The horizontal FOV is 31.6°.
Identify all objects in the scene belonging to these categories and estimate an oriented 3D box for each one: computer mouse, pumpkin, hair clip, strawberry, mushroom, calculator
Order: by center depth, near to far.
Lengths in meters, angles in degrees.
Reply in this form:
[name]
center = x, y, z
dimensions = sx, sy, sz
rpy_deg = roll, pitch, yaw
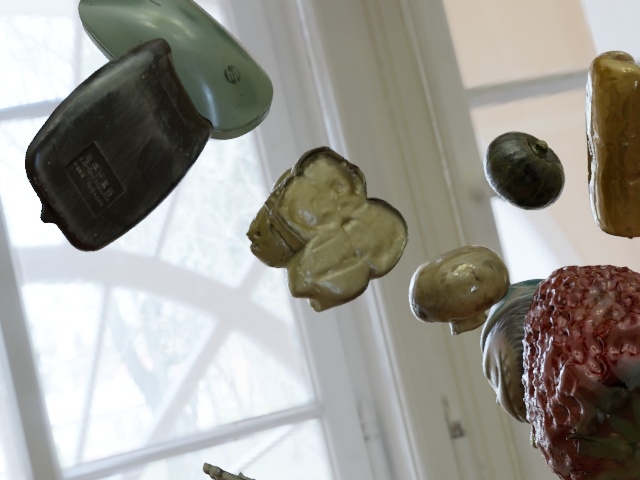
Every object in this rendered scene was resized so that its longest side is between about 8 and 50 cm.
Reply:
[calculator]
center = -0.231, -0.107, 1.310
dimensions = 0.040, 0.177, 0.268
rpy_deg = 7, 46, 44
[strawberry]
center = 0.396, 0.172, 1.427
dimensions = 0.292, 0.291, 0.310
rpy_deg = -14, 30, 20
[computer mouse]
center = -0.184, -0.253, 1.496
dimensions = 0.159, 0.288, 0.097
rpy_deg = -41, -3, -33
[mushroom]
center = 0.221, 0.078, 1.780
dimensions = 0.166, 0.127, 0.166
rpy_deg = -25, 12, 6
[hair clip]
center = -0.115, 0.461, 2.092
dimensions = 0.140, 0.054, 0.220
rpy_deg = 18, -17, 32
[pumpkin]
center = 0.387, -0.133, 2.143
dimensions = 0.167, 0.167, 0.125
rpy_deg = -11, -15, -42

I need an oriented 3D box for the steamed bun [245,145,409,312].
[steamed bun]
center = 0.000, 0.000, 1.408
dimensions = 0.192, 0.177, 0.106
rpy_deg = -55, 7, -29

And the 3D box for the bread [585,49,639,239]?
[bread]
center = 0.472, -0.148, 1.806
dimensions = 0.091, 0.305, 0.142
rpy_deg = -4, 24, 8

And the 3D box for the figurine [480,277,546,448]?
[figurine]
center = 0.413, 0.140, 2.129
dimensions = 0.266, 0.378, 0.361
rpy_deg = 0, -54, -47
